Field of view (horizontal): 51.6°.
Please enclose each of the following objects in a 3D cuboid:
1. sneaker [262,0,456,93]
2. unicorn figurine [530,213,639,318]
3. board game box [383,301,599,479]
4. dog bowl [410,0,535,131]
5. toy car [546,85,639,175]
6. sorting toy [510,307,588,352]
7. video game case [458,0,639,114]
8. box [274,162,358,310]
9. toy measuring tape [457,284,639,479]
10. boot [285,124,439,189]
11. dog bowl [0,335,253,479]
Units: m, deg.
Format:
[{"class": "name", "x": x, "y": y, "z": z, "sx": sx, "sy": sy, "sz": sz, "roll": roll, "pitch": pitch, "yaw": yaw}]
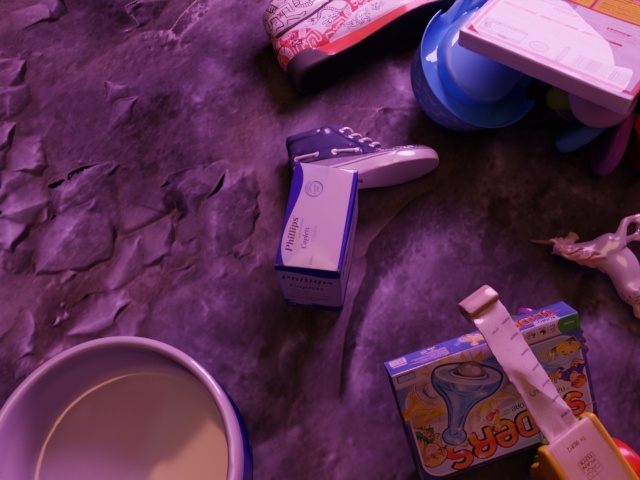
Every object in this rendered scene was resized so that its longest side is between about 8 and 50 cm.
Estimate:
[{"class": "sneaker", "x": 0.053, "y": -0.323, "z": 0.919, "sx": 0.270, "sy": 0.090, "sz": 0.145, "roll": -27, "pitch": 70, "yaw": -4}, {"class": "unicorn figurine", "x": 0.344, "y": 0.021, "z": 0.765, "sx": 0.111, "sy": 0.060, "sz": 0.162, "roll": -32, "pitch": 68, "yaw": -9}, {"class": "board game box", "x": 0.181, "y": 0.160, "z": 0.693, "sx": 0.201, "sy": 0.035, "sz": 0.136, "roll": -19, "pitch": 106, "yaw": -3}, {"class": "dog bowl", "x": 0.231, "y": -0.262, "z": 0.861, "sx": 0.166, "sy": 0.074, "sz": 0.297, "roll": 41, "pitch": 74, "yaw": -7}, {"class": "toy car", "x": 0.366, "y": -0.146, "z": 0.805, "sx": 0.182, "sy": 0.159, "sz": 0.136, "roll": 3, "pitch": 104, "yaw": 6}, {"class": "sorting toy", "x": 0.252, "y": 0.096, "z": 0.741, "sx": 0.102, "sy": 0.061, "sz": 0.042, "roll": 27, "pitch": 70, "yaw": -9}, {"class": "video game case", "x": 0.322, "y": -0.276, "z": 0.772, "sx": 0.204, "sy": 0.025, "sz": 0.285, "roll": 32, "pitch": 63, "yaw": 24}, {"class": "box", "x": 0.000, "y": 0.000, "z": 0.760, "sx": 0.072, "sy": 0.137, "sz": 0.126, "roll": 8, "pitch": 68, "yaw": 7}, {"class": "toy measuring tape", "x": 0.229, "y": 0.197, "z": 0.653, "sx": 0.121, "sy": 0.121, "sz": 0.330, "roll": -32, "pitch": 84, "yaw": -9}, {"class": "boot", "x": 0.049, "y": -0.113, "z": 0.840, "sx": 0.190, "sy": 0.069, "sz": 0.086, "roll": -11, "pitch": 69, "yaw": 2}, {"class": "dog bowl", "x": -0.206, "y": 0.241, "z": 0.693, "sx": 0.264, "sy": 0.104, "sz": 0.265, "roll": -2, "pitch": 67, "yaw": 4}]
